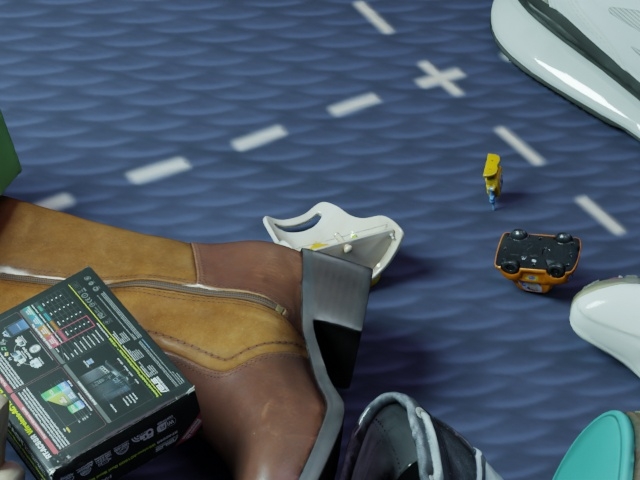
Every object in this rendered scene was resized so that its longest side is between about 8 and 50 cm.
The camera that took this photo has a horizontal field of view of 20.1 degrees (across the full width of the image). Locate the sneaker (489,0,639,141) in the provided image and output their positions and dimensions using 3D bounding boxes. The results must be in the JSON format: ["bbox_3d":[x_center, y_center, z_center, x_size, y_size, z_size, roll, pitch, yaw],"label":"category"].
[{"bbox_3d":[0.337,-0.160,1.325,0.447,0.257,0.169,34,45,21],"label":"sneaker"}]

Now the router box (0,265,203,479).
[{"bbox_3d":[-0.135,0.080,0.998,0.092,0.038,0.122,-28,49,-20],"label":"router box"}]

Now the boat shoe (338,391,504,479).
[{"bbox_3d":[0.033,0.195,0.936,0.102,0.108,0.301,50,33,-23],"label":"boat shoe"}]

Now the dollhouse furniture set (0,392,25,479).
[{"bbox_3d":[-0.337,0.129,0.860,0.286,0.198,0.303,23,43,10],"label":"dollhouse furniture set"}]

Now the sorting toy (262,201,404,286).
[{"bbox_3d":[0.000,0.000,1.219,0.083,0.045,0.075,-15,42,-28],"label":"sorting toy"}]

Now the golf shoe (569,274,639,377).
[{"bbox_3d":[0.247,0.083,1.176,0.186,0.067,0.086,22,43,8],"label":"golf shoe"}]

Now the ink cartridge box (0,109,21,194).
[{"bbox_3d":[-0.302,-0.020,1.079,0.154,0.093,0.212,4,40,23],"label":"ink cartridge box"}]

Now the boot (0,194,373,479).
[{"bbox_3d":[-0.122,0.075,1.062,0.280,0.096,0.264,11,47,1],"label":"boot"}]

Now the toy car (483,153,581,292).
[{"bbox_3d":[0.149,-0.009,1.268,0.060,0.040,0.122,-8,45,6],"label":"toy car"}]

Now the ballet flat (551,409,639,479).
[{"bbox_3d":[0.151,0.240,0.955,0.123,0.123,0.348,20,42,6],"label":"ballet flat"}]
